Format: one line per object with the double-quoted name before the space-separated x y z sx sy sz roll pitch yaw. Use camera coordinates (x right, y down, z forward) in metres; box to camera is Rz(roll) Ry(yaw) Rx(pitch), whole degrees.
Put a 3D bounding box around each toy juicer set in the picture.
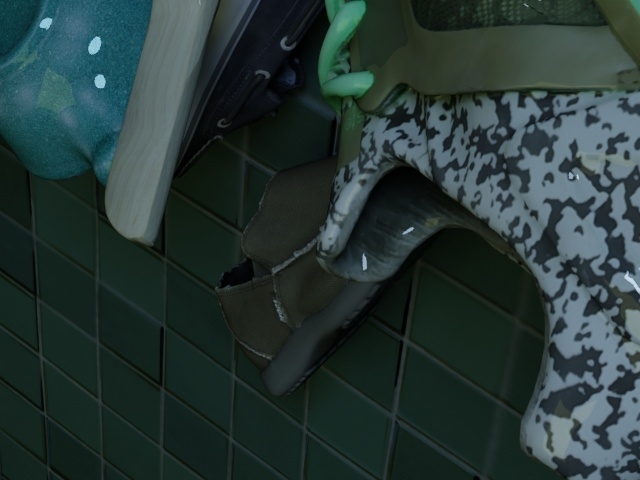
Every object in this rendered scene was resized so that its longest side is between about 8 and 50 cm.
"toy juicer set" -0.101 -0.128 0.818 0.089 0.209 0.329 25 -179 -39

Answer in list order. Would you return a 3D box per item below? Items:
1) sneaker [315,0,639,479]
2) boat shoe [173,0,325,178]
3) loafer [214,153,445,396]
"sneaker" 0.046 -0.076 0.576 0.158 0.182 0.410 39 -167 -44
"boat shoe" -0.041 -0.097 0.856 0.076 0.080 0.228 12 139 -18
"loafer" 0.000 0.000 0.866 0.087 0.094 0.251 44 143 5
